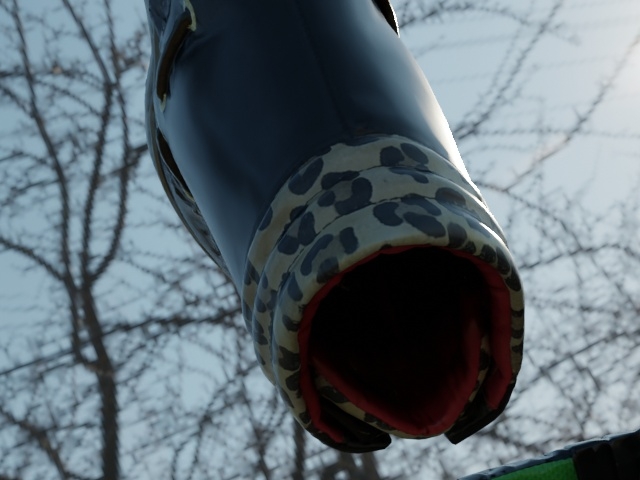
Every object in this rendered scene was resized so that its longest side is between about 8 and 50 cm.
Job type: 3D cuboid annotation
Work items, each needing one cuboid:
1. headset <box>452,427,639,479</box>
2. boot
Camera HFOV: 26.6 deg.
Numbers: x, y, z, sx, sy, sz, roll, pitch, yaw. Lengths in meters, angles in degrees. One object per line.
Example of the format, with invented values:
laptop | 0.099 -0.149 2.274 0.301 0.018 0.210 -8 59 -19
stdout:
headset | 0.213 0.129 0.531 0.394 0.185 0.243 -13 -1 0
boot | -0.002 0.000 0.430 0.085 0.178 0.236 -15 -36 -6
